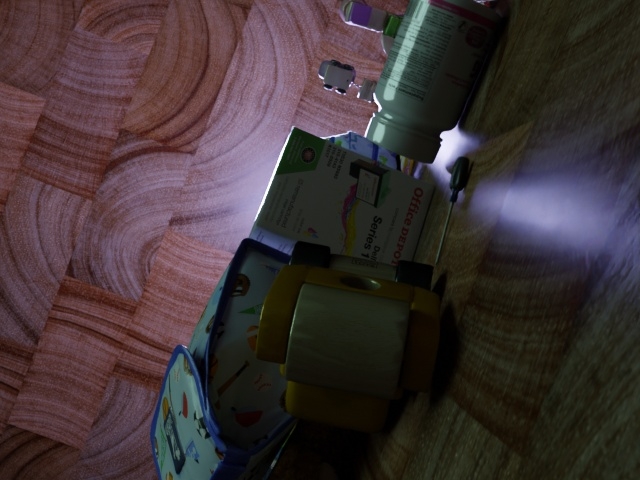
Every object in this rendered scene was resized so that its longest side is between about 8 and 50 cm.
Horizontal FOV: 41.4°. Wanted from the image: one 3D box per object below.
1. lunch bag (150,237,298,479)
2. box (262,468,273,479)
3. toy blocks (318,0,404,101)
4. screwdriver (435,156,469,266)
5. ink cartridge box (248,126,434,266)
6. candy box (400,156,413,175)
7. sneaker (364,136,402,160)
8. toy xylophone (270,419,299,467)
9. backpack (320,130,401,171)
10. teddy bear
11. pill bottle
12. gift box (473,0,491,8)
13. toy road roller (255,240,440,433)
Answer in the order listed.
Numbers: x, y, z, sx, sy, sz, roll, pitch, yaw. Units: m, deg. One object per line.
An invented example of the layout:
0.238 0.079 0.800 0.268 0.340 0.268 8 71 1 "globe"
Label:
-0.135 0.248 1.370 0.328 0.239 0.385 117 171 -46 "lunch bag"
-0.098 0.538 1.982 0.233 0.059 0.183 113 176 -51 "box"
0.169 -0.470 1.914 0.260 0.288 0.309 -100 29 -72 "toy blocks"
0.188 -0.043 1.241 0.025 0.024 0.170 8 78 57 "screwdriver"
0.038 -0.046 1.494 0.117 0.278 0.201 128 163 -69 "ink cartridge box"
0.166 -0.110 1.951 0.206 0.027 0.105 115 175 -51 "candy box"
0.143 -0.203 2.044 0.240 0.126 0.091 119 171 -67 "sneaker"
-0.031 0.365 1.761 0.236 0.081 0.323 -77 9 -66 "toy xylophone"
0.053 -0.056 1.828 0.355 0.273 0.290 -56 7 28 "backpack"
0.001 0.341 1.391 0.245 0.113 0.338 -62 -4 6 "teddy bear"
0.191 -0.290 1.492 0.160 0.160 0.283 -81 13 -75 "pill bottle"
0.251 -0.578 1.592 0.255 0.258 0.276 -67 23 10 "gift box"
0.035 0.153 1.094 0.329 0.202 0.241 -62 -19 -76 "toy road roller"
